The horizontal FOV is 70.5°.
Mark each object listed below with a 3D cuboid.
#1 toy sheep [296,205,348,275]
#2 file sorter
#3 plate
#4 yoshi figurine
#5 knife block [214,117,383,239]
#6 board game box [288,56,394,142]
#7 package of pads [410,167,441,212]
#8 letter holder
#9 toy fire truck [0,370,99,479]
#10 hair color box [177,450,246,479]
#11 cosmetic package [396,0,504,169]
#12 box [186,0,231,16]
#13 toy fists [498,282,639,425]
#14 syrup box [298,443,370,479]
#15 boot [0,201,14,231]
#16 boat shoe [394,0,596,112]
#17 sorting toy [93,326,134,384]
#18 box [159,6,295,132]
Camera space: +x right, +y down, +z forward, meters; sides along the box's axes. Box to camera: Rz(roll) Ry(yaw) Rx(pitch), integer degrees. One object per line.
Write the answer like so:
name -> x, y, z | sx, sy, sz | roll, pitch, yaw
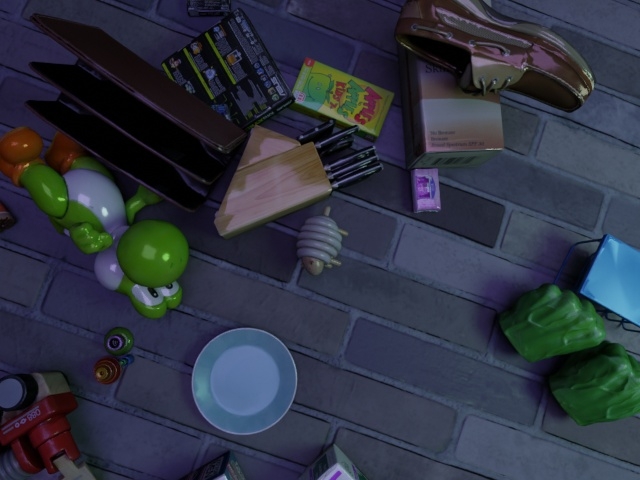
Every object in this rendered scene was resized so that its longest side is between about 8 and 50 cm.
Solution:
toy sheep -> 0.000, 0.000, 0.822 | 0.091, 0.091, 0.132 | 13, 70, -3
file sorter -> 0.548, 0.084, 0.841 | 0.170, 0.104, 0.118 | 29, 84, -1
plate -> -0.136, 0.251, 0.818 | 0.188, 0.024, 0.188 | 0, 85, -3
yoshi figurine -> -0.340, -0.043, 0.749 | 0.203, 0.203, 0.362 | -39, 92, -13
knife block -> -0.031, -0.095, 0.823 | 0.242, 0.088, 0.276 | 22, 83, -1
board game box -> 0.039, -0.267, 0.867 | 0.181, 0.043, 0.092 | 21, 83, -2
package of pads -> 0.201, -0.095, 0.868 | 0.050, 0.032, 0.083 | -3, 85, -6
letter holder -> -0.291, -0.182, 0.704 | 0.302, 0.214, 0.152 | 34, 105, -11
toy fire truck -> -0.477, 0.364, 0.736 | 0.217, 0.158, 0.246 | -33, 78, -7
hair color box -> -0.267, 0.525, 0.743 | 0.347, 0.105, 0.174 | -28, 88, -7
cosmetic package -> 0.234, -0.291, 0.840 | 0.153, 0.129, 0.296 | -4, 85, -4
box -> -0.216, -0.471, 0.879 | 0.083, 0.018, 0.067 | -3, 85, -4
toy fists -> 0.459, 0.198, 0.806 | 0.279, 0.142, 0.096 | 53, 39, 2
syrup box -> 0.073, 0.479, 0.776 | 0.096, 0.093, 0.237 | -43, 89, -6
boot -> -0.619, -0.045, 0.761 | 0.059, 0.158, 0.085 | -38, 82, 34
boat shoe -> 0.264, -0.288, 0.727 | 0.324, 0.122, 0.120 | 32, 88, 6
sorting toy -> -0.364, 0.206, 0.796 | 0.061, 0.042, 0.102 | 15, 84, -3
box -> -0.170, -0.291, 0.833 | 0.184, 0.045, 0.191 | -31, 87, 11
